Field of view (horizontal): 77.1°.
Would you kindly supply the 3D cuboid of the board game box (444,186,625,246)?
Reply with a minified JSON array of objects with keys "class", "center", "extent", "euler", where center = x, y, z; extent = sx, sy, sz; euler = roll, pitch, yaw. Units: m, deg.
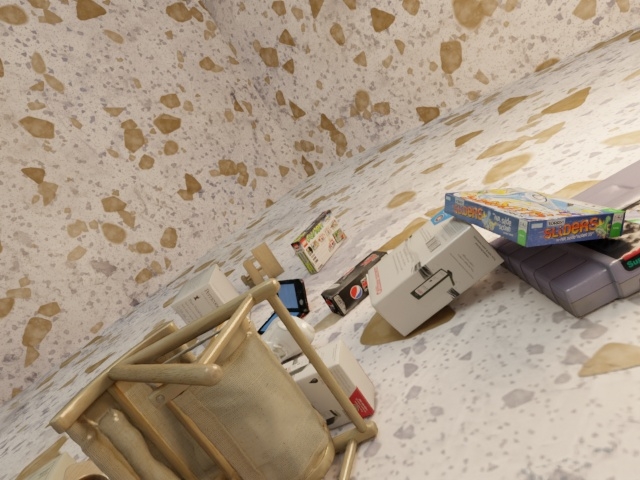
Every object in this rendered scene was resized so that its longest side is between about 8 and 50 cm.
[{"class":"board game box","center":[0.288,-0.040,0.576],"extent":[0.136,0.035,0.201],"euler":[-6,17,-11]}]

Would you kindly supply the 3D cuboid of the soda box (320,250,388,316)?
[{"class":"soda box","center":[0.086,0.092,0.890],"extent":[0.169,0.053,0.060],"euler":[-37,15,-20]}]

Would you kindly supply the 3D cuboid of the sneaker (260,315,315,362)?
[{"class":"sneaker","center":[-0.105,0.232,0.792],"extent":[0.232,0.090,0.115],"euler":[-34,18,30]}]

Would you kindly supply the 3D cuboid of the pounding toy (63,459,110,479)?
[{"class":"pounding toy","center":[-0.309,0.350,0.523],"extent":[0.154,0.154,0.270],"euler":[16,10,21]}]

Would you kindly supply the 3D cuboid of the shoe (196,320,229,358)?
[{"class":"shoe","center":[-0.221,0.243,0.896],"extent":[0.059,0.076,0.219],"euler":[15,30,9]}]

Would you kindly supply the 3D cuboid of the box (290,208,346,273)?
[{"class":"box","center":[0.000,0.000,1.249],"extent":[0.036,0.114,0.207],"euler":[-20,18,40]}]

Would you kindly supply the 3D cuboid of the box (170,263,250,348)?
[{"class":"box","center":[-0.292,0.185,1.104],"extent":[0.119,0.180,0.182],"euler":[-33,14,0]}]

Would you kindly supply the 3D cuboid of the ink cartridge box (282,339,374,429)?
[{"class":"ink cartridge box","center":[-0.005,0.217,0.574],"extent":[0.135,0.099,0.056],"euler":[-29,16,17]}]

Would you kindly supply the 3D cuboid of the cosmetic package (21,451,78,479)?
[{"class":"cosmetic package","center":[-0.461,0.490,0.592],"extent":[0.160,0.113,0.309],"euler":[-34,14,-8]}]

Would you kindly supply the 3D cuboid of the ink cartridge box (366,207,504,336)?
[{"class":"ink cartridge box","center":[0.185,0.047,0.696],"extent":[0.203,0.086,0.148],"euler":[-42,11,16]}]

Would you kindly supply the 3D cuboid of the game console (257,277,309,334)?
[{"class":"game console","center":[-0.102,0.163,0.991],"extent":[0.085,0.124,0.144],"euler":[-10,-2,-38]}]

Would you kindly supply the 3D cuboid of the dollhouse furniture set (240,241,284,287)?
[{"class":"dollhouse furniture set","center":[-0.230,0.083,1.429],"extent":[0.144,0.123,0.151],"euler":[-33,15,-5]}]

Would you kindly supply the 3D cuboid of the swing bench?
[{"class":"swing bench","center":[-0.111,0.221,0.474],"extent":[0.255,0.253,0.165],"euler":[-24,16,26]}]

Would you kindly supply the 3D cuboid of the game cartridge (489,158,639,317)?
[{"class":"game cartridge","center":[0.451,-0.039,0.570],"extent":[0.355,0.068,0.230],"euler":[-31,10,6]}]
